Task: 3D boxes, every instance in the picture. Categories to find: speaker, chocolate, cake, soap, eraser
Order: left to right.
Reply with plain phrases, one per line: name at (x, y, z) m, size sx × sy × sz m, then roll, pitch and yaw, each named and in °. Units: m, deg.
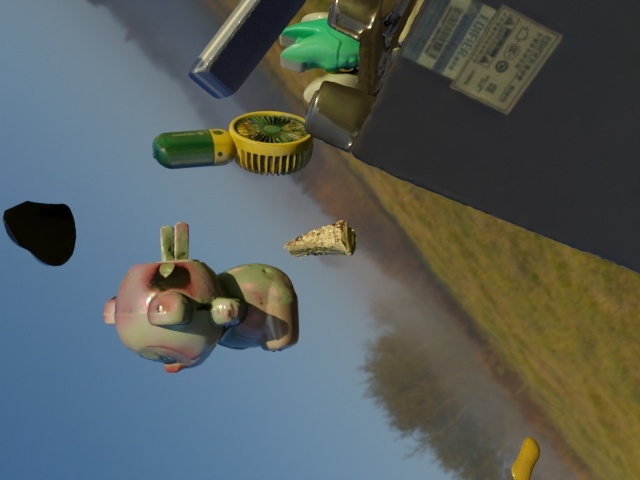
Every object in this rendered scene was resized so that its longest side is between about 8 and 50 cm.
chocolate at (-0.552, -0.020, 1.450) m, size 0.148 × 0.125 × 0.080 m, roll 38°, pitch 148°, yaw -20°
eraser at (-0.115, -0.329, 1.181) m, size 0.036 × 0.225 × 0.082 m, roll 39°, pitch -177°, yaw 41°
cake at (0.000, 0.000, 1.318) m, size 0.140 × 0.055 × 0.051 m, roll -4°, pitch 147°, yaw 38°
soap at (0.293, 0.314, 1.047) m, size 0.034 × 0.012 × 0.089 m, roll 52°, pitch -139°, yaw -2°
speaker at (0.144, -0.139, 0.453) m, size 0.253 × 0.184 × 0.232 m, roll 21°, pitch -144°, yaw -9°

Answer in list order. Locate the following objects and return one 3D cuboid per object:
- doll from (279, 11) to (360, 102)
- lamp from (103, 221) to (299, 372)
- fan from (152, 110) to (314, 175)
doll at (0.048, -0.346, 1.417) m, size 0.258 × 0.195 × 0.153 m, roll 22°, pitch 154°, yaw 9°
lamp at (-0.196, 0.094, 1.251) m, size 0.301 × 0.248 × 0.247 m, roll 1°, pitch 178°, yaw -36°
fan at (-0.082, -0.089, 0.701) m, size 0.082 × 0.155 × 0.039 m, roll -121°, pitch 30°, yaw -52°
